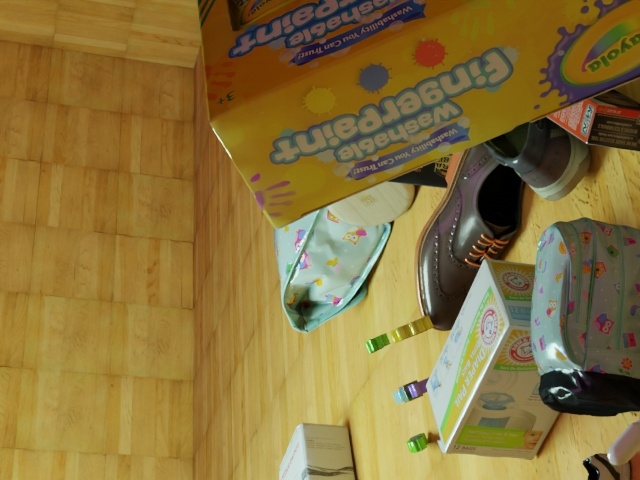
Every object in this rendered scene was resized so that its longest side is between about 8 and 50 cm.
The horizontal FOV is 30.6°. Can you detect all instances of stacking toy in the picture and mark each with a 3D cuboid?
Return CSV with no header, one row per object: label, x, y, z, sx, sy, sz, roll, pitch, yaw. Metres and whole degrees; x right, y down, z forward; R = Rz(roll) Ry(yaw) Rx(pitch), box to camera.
stacking toy,0.130,0.193,1.536,0.221,0.052,0.167,134,115,-75
stacking toy,0.070,-0.186,1.875,0.141,0.141,0.330,113,161,-47

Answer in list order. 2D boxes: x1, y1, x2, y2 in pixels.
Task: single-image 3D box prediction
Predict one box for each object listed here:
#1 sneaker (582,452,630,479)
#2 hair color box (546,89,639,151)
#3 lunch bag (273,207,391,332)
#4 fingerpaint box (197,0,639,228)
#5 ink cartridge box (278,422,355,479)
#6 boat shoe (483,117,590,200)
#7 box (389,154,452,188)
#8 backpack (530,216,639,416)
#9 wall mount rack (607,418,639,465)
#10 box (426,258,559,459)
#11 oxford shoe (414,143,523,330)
sneaker,0.271,0.255,1.113,0.040,0.043,0.109,136,137,-64
hair color box,0.278,-0.133,1.192,0.141,0.072,0.043,-122,41,-65
lunch bag,0.000,0.000,1.992,0.223,0.160,0.262,-107,33,-53
fingerpaint box,0.102,-0.260,1.184,0.371,0.444,0.163,-100,-15,-47
ink cartridge box,-0.003,0.436,1.943,0.159,0.092,0.218,111,157,-43
boat shoe,0.216,-0.157,1.338,0.103,0.092,0.285,-44,36,22
box,0.091,-0.219,1.485,0.073,0.295,0.293,-110,30,-59
backpack,0.259,0.069,1.100,0.152,0.115,0.182,143,135,-73
wall mount rack,0.327,0.029,0.836,0.350,0.130,0.304,176,100,-75
box,0.205,0.131,1.268,0.103,0.114,0.203,-102,25,-49
oxford shoe,0.185,-0.003,1.440,0.098,0.096,0.271,-132,50,-62
